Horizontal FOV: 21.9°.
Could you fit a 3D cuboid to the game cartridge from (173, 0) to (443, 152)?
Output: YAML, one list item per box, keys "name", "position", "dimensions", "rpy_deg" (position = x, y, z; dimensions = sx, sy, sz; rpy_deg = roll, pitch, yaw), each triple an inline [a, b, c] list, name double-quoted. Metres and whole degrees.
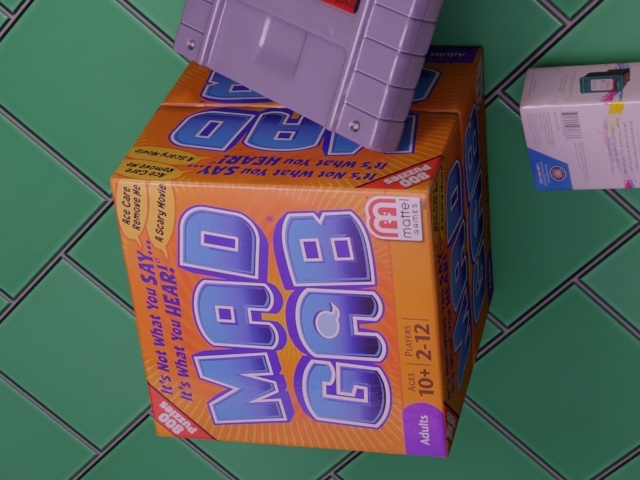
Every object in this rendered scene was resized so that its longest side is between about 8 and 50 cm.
- name: "game cartridge"
  position: [-0.019, -0.263, 1.831]
  dimensions: [0.355, 0.068, 0.230]
  rpy_deg: [30, 113, 41]

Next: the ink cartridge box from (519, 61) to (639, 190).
- name: "ink cartridge box"
  position: [0.359, -0.134, 1.931]
  dimensions: [0.231, 0.078, 0.134]
  rpy_deg: [-1, 133, 19]

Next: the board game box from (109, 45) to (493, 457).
- name: "board game box"
  position: [0.000, 0.000, 1.968]
  dimensions: [0.357, 0.356, 0.356]
  rpy_deg: [2, 122, 14]
